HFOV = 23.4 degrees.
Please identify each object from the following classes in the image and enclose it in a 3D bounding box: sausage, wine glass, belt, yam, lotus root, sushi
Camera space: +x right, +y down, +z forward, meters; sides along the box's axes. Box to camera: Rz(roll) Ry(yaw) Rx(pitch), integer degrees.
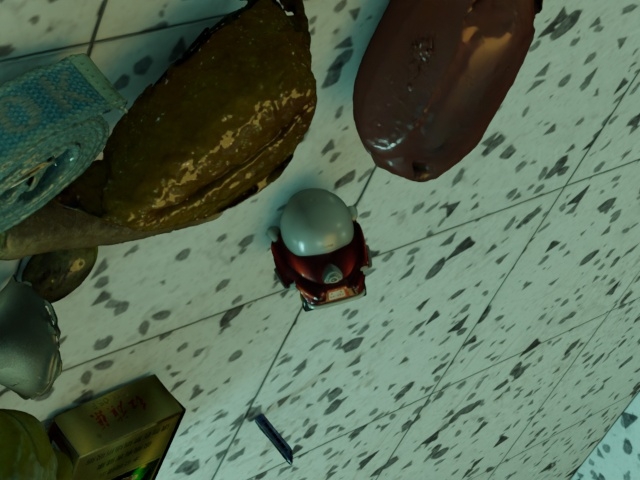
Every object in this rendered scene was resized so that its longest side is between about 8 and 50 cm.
[{"bbox_3d":[0.124,-0.182,1.556,0.152,0.152,0.280,-19,147,-41],"label":"sausage"},{"bbox_3d":[-0.343,0.102,1.414,0.182,0.122,0.122,-6,139,-43],"label":"wine glass"},{"bbox_3d":[-0.256,-0.071,1.262,0.163,0.082,0.148,-29,165,-40],"label":"belt"},{"bbox_3d":[-0.202,-0.026,1.451,0.299,0.066,0.066,-12,143,-49],"label":"yam"},{"bbox_3d":[-0.253,0.030,1.485,0.099,0.049,0.054,-43,159,20],"label":"lotus root"},{"bbox_3d":[-0.105,-0.100,1.368,0.287,0.140,0.149,-41,153,7],"label":"sushi"}]

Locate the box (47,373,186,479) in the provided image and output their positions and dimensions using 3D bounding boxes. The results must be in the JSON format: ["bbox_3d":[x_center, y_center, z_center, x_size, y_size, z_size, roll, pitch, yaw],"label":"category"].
[{"bbox_3d":[-0.269,0.277,1.863,0.159,0.071,0.240,-24,152,-39],"label":"box"}]

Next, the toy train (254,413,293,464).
[{"bbox_3d":[-0.061,0.278,2.156,0.017,0.083,0.017,-35,158,-16],"label":"toy train"}]

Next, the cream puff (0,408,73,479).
[{"bbox_3d":[-0.375,0.304,1.482,0.274,0.269,0.323,-58,154,-66],"label":"cream puff"}]

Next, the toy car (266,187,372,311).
[{"bbox_3d":[0.000,0.000,1.725,0.112,0.139,0.112,-14,132,-6],"label":"toy car"}]
